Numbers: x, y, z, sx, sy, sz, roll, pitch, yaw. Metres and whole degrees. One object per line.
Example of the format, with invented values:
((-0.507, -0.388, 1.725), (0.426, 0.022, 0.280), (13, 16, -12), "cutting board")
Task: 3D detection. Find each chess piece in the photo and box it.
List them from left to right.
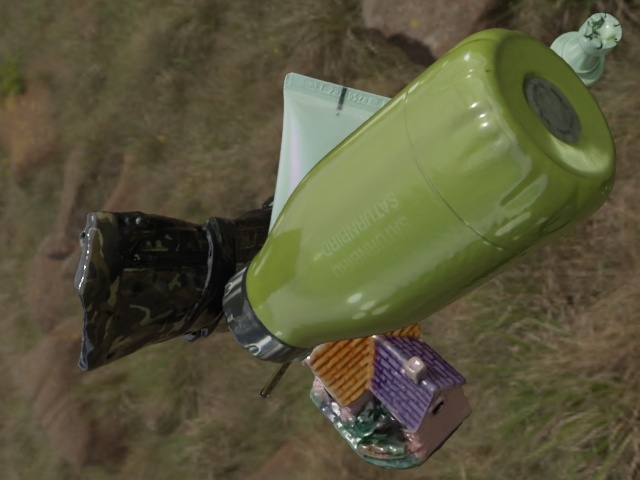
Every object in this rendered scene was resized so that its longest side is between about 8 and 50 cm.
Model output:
((0.296, -0.212, 1.140), (0.103, 0.067, 0.067), (118, 146, -79), "chess piece")

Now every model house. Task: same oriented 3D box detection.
((0.094, 0.220, 1.658), (0.237, 0.202, 0.237), (47, 169, 34), "model house")

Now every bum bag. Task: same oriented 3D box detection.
((-0.093, 0.027, 0.721), (0.069, 0.248, 0.102), (5, 95, 29), "bum bag")

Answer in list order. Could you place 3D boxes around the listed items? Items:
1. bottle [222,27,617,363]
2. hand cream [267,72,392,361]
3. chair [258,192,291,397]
((0.038, -0.007, 0.593), (0.260, 0.112, 0.112), (-37, 59, 41), "bottle")
((-0.007, -0.011, 0.704), (0.050, 0.078, 0.205), (-69, -5, -62), "hand cream")
((0.000, 0.000, 1.111), (0.159, 0.326, 0.170), (39, 129, -1), "chair")
